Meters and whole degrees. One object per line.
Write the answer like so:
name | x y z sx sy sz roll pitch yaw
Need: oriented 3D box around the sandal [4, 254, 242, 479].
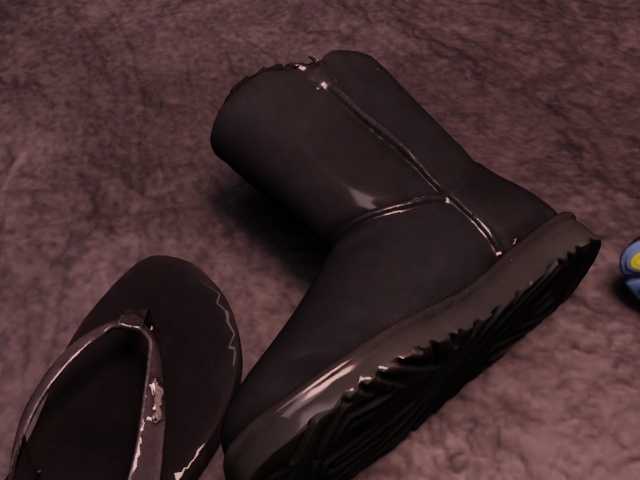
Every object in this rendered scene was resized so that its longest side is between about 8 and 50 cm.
sandal | -0.108 0.105 0.381 0.097 0.054 0.254 12 51 13

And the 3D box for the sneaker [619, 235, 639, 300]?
sneaker | 0.259 -0.003 0.456 0.188 0.067 0.078 -18 17 -1

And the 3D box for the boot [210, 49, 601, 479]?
boot | 0.000 0.000 0.437 0.246 0.094 0.207 -31 58 -30
